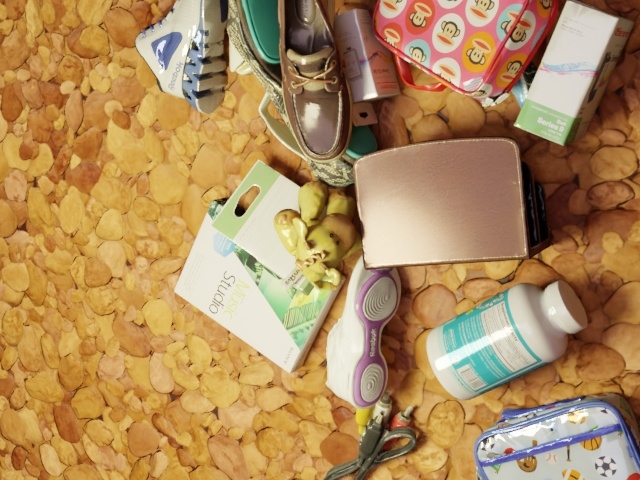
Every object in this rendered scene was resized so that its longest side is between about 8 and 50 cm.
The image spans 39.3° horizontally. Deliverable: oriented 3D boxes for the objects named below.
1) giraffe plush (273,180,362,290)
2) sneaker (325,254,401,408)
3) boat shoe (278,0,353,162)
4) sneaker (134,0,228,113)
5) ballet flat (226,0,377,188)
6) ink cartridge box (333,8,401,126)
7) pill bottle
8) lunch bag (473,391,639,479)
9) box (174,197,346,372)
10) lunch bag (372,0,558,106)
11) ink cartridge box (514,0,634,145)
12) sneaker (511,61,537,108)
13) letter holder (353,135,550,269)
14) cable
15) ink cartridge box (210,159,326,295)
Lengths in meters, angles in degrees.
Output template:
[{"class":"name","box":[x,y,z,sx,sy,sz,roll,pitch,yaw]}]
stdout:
[{"class":"giraffe plush","box":[0.000,0.000,1.608,0.181,0.170,0.210,26,85,-6]},{"class":"sneaker","box":[0.064,0.161,1.723,0.152,0.114,0.305,9,89,56]},{"class":"boat shoe","box":[-0.019,-0.302,1.529,0.123,0.123,0.341,-3,96,12]},{"class":"sneaker","box":[-0.280,-0.423,1.782,0.182,0.127,0.315,17,108,21]},{"class":"ballet flat","box":[-0.072,-0.306,1.695,0.182,0.164,0.482,-33,85,47]},{"class":"ink cartridge box","box":[0.084,-0.312,1.623,0.067,0.115,0.198,-12,95,29]},{"class":"pill bottle","box":[0.329,0.168,1.572,0.264,0.146,0.146,-32,85,28]},{"class":"lunch bag","box":[0.426,0.402,1.588,0.303,0.115,0.243,-24,86,28]},{"class":"box","box":[-0.131,0.091,1.844,0.322,0.058,0.232,32,112,17]},{"class":"lunch bag","box":[0.225,-0.365,1.501,0.293,0.120,0.258,45,117,35]},{"class":"ink cartridge box","box":[0.409,-0.270,1.440,0.093,0.154,0.212,26,110,21]},{"class":"sneaker","box":[0.324,-0.292,1.542,0.073,0.063,0.162,-31,76,38]},{"class":"letter holder","box":[0.228,-0.073,1.577,0.302,0.152,0.214,-5,95,28]},{"class":"cable","box":[0.103,0.424,1.805,0.140,0.072,0.287,24,123,3]},{"class":"ink cartridge box","box":[-0.073,-0.026,1.753,0.235,0.056,0.171,34,84,19]}]
